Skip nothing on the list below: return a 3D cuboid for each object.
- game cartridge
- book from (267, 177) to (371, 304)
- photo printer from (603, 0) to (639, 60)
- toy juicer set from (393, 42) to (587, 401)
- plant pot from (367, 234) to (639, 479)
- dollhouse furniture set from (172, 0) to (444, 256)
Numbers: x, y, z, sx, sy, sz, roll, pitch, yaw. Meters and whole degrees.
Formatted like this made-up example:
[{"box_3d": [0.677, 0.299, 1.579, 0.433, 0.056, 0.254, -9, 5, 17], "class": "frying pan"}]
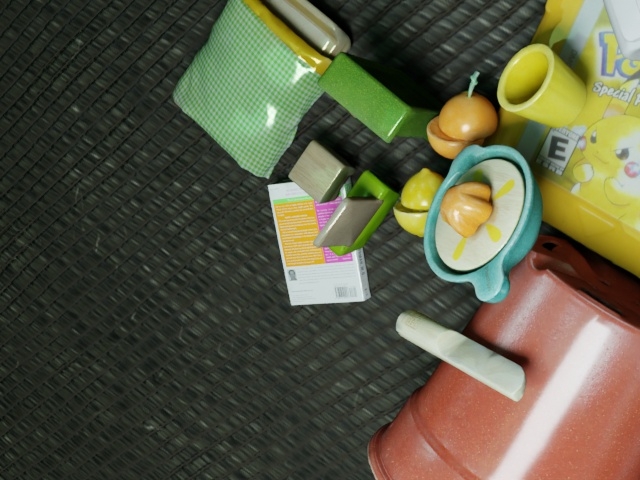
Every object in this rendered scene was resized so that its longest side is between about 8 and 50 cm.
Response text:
[{"box_3d": [0.324, -0.134, 1.216, 0.285, 0.052, 0.324, 32, 117, 21], "class": "game cartridge"}, {"box_3d": [0.000, 0.000, 1.460, 0.096, 0.035, 0.144, -4, 100, 29], "class": "book"}, {"box_3d": [0.332, -0.341, 1.096, 0.256, 0.107, 0.308, -21, 80, 25], "class": "photo printer"}, {"box_3d": [0.126, -0.017, 1.199, 0.209, 0.089, 0.329, -8, 62, 52], "class": "toy juicer set"}, {"box_3d": [0.225, 0.156, 1.237, 0.272, 0.272, 0.265, 35, 110, 20], "class": "plant pot"}, {"box_3d": [-0.044, -0.147, 1.360, 0.301, 0.151, 0.198, 41, 108, 18], "class": "dollhouse furniture set"}]
